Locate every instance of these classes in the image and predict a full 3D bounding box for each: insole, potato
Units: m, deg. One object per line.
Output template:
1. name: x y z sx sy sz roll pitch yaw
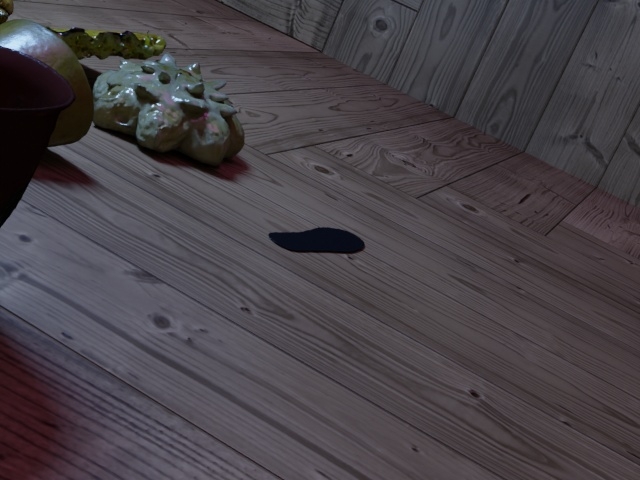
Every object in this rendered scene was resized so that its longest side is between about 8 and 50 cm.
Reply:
1. insole: 0.000 0.001 1.664 0.080 0.003 0.232 33 20 28
2. potato: -0.439 -0.203 1.460 0.203 0.178 0.158 51 38 5

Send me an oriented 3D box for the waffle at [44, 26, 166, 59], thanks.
1. waffle: -0.449 -0.357 1.916 0.307 0.060 0.312 7 13 24

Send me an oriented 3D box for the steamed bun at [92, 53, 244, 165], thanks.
1. steamed bun: -0.253 -0.238 1.824 0.295 0.137 0.292 9 24 -45

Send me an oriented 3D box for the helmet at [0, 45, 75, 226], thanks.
1. helmet: -0.432 -0.082 0.965 0.384 0.230 0.337 17 15 9

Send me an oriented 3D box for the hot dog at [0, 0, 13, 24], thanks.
1. hot dog: -0.642 -0.437 1.987 0.102 0.076 0.249 -33 36 -22
